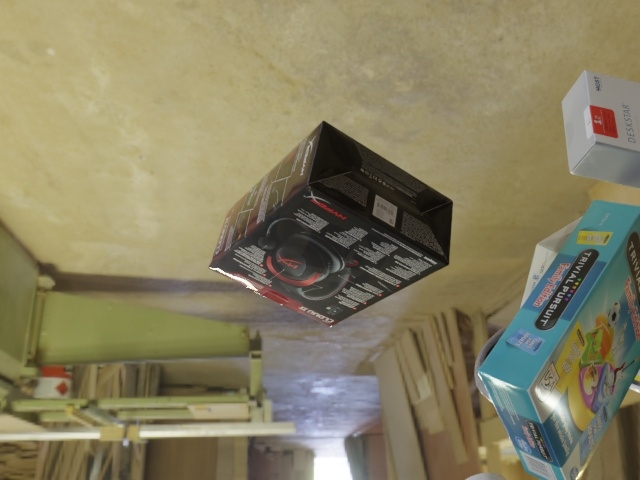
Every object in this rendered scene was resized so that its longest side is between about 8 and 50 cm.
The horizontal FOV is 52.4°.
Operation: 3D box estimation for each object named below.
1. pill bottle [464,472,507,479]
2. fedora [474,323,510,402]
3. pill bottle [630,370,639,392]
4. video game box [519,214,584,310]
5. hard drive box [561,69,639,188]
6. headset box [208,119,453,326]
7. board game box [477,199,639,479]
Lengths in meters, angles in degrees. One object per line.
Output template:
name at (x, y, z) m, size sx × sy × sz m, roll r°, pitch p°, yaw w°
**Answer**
pill bottle at (0.282, 0.481, 1.014) m, size 0.121 × 0.216 × 0.121 m, roll -2°, pitch 122°, yaw -3°
fedora at (0.508, 0.317, 1.552) m, size 0.276 × 0.243 × 0.124 m, roll -31°, pitch 134°, yaw -8°
pill bottle at (0.583, 0.171, 1.094) m, size 0.103 × 0.184 × 0.103 m, roll 12°, pitch -178°, yaw 0°
video game box at (0.432, 0.061, 1.155) m, size 0.205 × 0.187 × 0.048 m, roll -24°, pitch -142°, yaw -38°
hard drive box at (0.567, -0.189, 1.167) m, size 0.232 × 0.181 × 0.089 m, roll 11°, pitch 147°, yaw -6°
headset box at (0.000, 0.000, 0.892) m, size 0.218 × 0.110 × 0.293 m, roll 28°, pitch 142°, yaw -22°
board game box at (0.378, 0.148, 0.935) m, size 0.079 × 0.336 × 0.253 m, roll 15°, pitch 145°, yaw 46°
